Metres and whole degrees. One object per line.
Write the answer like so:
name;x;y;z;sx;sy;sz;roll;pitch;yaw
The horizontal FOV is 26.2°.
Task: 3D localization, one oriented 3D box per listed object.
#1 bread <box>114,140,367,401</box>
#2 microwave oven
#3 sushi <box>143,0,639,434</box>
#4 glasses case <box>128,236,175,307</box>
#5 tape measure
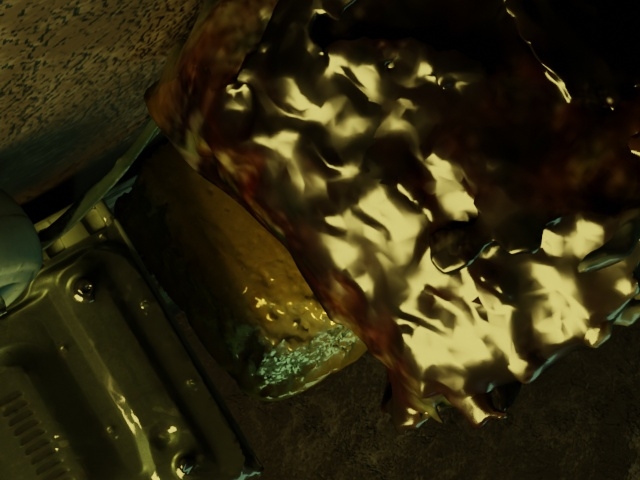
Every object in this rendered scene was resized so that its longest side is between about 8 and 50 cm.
bread;-0.052;0.007;1.163;0.174;0.245;0.121;-34;168;-20
microwave oven;-0.259;0.166;1.041;0.354;0.286;0.218;-30;175;-15
sushi;0.096;-0.072;0.813;0.281;0.294;0.299;-27;168;-45
glasses case;-0.188;0.031;1.443;0.425;0.098;0.156;-35;173;25
tape measure;-0.186;-0.006;0.896;0.330;0.084;0.164;-31;180;-33
